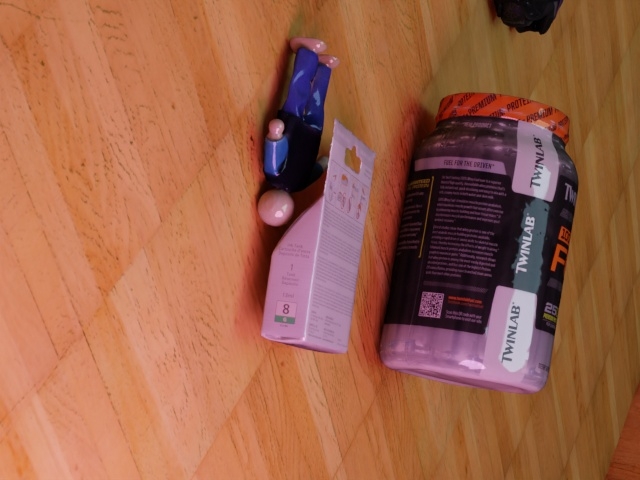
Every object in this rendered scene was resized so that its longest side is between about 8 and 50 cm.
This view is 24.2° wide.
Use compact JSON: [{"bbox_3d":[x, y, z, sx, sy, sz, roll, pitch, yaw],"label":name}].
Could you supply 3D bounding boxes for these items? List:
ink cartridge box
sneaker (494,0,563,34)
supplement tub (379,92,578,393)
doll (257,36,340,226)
[{"bbox_3d":[0.000,0.000,1.542,0.181,0.056,0.224,29,66,-73],"label":"ink cartridge box"},{"bbox_3d":[0.279,-0.356,2.026,0.283,0.107,0.124,22,82,-64],"label":"sneaker"},{"bbox_3d":[0.196,0.005,1.808,0.207,0.207,0.338,26,73,-64],"label":"supplement tub"},{"bbox_3d":[-0.022,-0.103,1.502,0.129,0.046,0.189,42,58,-59],"label":"doll"}]
